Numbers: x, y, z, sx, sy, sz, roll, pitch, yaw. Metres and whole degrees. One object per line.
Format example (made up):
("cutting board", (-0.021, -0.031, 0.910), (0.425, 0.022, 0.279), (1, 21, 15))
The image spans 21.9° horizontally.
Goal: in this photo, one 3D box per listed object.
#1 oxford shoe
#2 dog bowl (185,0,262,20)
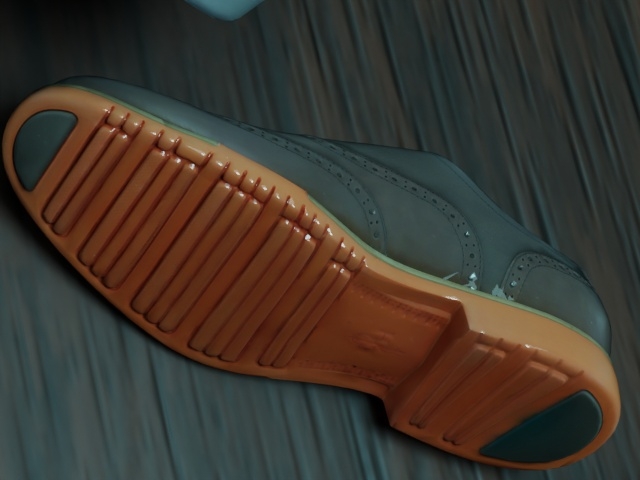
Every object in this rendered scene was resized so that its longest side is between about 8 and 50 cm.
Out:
("oxford shoe", (0.000, 0.000, 0.671), (0.271, 0.097, 0.098), (29, 41, -19))
("dog bowl", (-0.111, -0.212, 0.562), (0.349, 0.349, 0.102), (43, 97, -6))
